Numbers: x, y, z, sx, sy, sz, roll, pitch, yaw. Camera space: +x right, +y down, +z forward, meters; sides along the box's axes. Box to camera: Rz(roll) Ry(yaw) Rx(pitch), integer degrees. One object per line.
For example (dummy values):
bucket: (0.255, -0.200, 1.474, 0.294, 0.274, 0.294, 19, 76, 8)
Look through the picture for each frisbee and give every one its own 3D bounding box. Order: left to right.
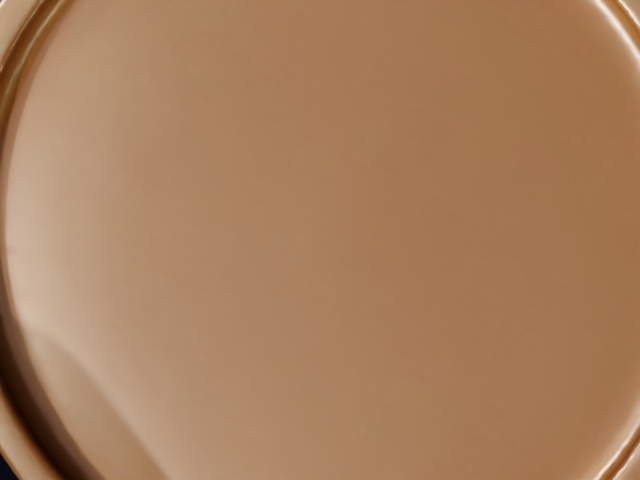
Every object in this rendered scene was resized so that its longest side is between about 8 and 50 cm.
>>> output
frisbee: (0.000, 0.000, 0.485, 0.251, 0.251, 0.021, 60, -169, 1)
